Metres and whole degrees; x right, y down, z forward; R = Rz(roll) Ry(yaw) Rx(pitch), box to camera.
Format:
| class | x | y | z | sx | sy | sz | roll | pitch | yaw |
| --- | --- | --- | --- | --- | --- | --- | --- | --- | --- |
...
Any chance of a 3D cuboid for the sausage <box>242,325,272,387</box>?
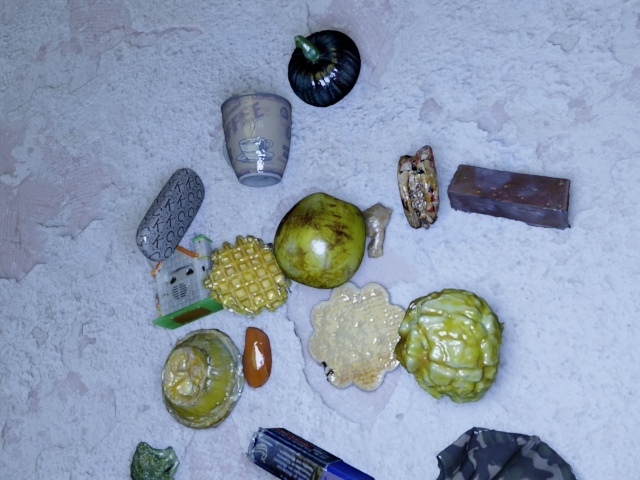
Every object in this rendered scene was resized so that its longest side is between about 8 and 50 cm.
| class | x | y | z | sx | sy | sz | roll | pitch | yaw |
| --- | --- | --- | --- | --- | --- | --- | --- | --- | --- |
| sausage | -0.186 | 0.342 | 1.633 | 0.089 | 0.089 | 0.179 | -8 | 78 | 20 |

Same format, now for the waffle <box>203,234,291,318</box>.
| class | x | y | z | sx | sy | sz | roll | pitch | yaw |
| --- | --- | --- | --- | --- | --- | --- | --- | --- | --- |
| waffle | -0.219 | 0.101 | 1.693 | 0.280 | 0.060 | 0.262 | 16 | 61 | 9 |

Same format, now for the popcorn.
| class | x | y | z | sx | sy | sz | roll | pitch | yaw |
| --- | --- | --- | --- | --- | --- | --- | --- | --- | --- |
| popcorn | 0.326 | 0.248 | 1.368 | 0.247 | 0.282 | 0.282 | 13 | 80 | 27 |

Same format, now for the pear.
| class | x | y | z | sx | sy | sz | roll | pitch | yaw |
| --- | --- | --- | --- | --- | --- | --- | --- | --- | --- |
| pear | 0.000 | 0.000 | 1.553 | 0.283 | 0.283 | 0.284 | -6 | 73 | 20 |

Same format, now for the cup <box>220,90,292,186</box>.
| class | x | y | z | sx | sy | sz | roll | pitch | yaw |
| --- | --- | --- | --- | --- | --- | --- | --- | --- | --- |
| cup | -0.227 | -0.301 | 1.784 | 0.301 | 0.227 | 0.257 | -15 | 71 | 48 |

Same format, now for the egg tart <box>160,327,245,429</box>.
| class | x | y | z | sx | sy | sz | roll | pitch | yaw |
| --- | --- | --- | --- | --- | --- | --- | --- | --- | --- |
| egg tart | -0.373 | 0.413 | 1.666 | 0.314 | 0.120 | 0.315 | -7 | 72 | 23 |

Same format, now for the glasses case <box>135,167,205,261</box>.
| class | x | y | z | sx | sy | sz | roll | pitch | yaw |
| --- | --- | --- | --- | --- | --- | --- | --- | --- | --- |
| glasses case | -0.477 | -0.087 | 1.785 | 0.085 | 0.137 | 0.355 | -2 | 46 | 27 |

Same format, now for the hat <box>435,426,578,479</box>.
| class | x | y | z | sx | sy | sz | roll | pitch | yaw |
| --- | --- | --- | --- | --- | --- | --- | --- | --- | --- |
| hat | 0.386 | 0.640 | 1.306 | 0.366 | 0.257 | 0.382 | 38 | 127 | 11 |

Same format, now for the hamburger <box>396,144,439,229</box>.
| class | x | y | z | sx | sy | sz | roll | pitch | yaw |
| --- | --- | --- | --- | --- | --- | --- | --- | --- | --- |
| hamburger | 0.270 | -0.145 | 1.516 | 0.106 | 0.231 | 0.231 | -10 | 71 | 11 |

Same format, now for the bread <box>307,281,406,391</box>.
| class | x | y | z | sx | sy | sz | roll | pitch | yaw |
| --- | --- | --- | --- | --- | --- | --- | --- | --- | --- |
| bread | 0.103 | 0.264 | 1.557 | 0.315 | 0.054 | 0.316 | -6 | 73 | 21 |

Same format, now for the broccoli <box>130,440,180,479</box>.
| class | x | y | z | sx | sy | sz | roll | pitch | yaw |
| --- | --- | --- | --- | --- | --- | --- | --- | --- | --- |
| broccoli | -0.490 | 0.674 | 1.638 | 0.137 | 0.146 | 0.162 | -28 | 45 | -22 |

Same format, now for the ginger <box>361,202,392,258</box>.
| class | x | y | z | sx | sy | sz | roll | pitch | yaw |
| --- | --- | --- | --- | --- | --- | --- | --- | --- | --- |
| ginger | 0.151 | -0.033 | 1.617 | 0.096 | 0.067 | 0.165 | 11 | 80 | 11 |

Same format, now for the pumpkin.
| class | x | y | z | sx | sy | sz | roll | pitch | yaw |
| --- | --- | --- | --- | --- | --- | --- | --- | --- | --- |
| pumpkin | -0.005 | -0.554 | 1.732 | 0.247 | 0.248 | 0.248 | -6 | 73 | 20 |

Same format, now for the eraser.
| class | x | y | z | sx | sy | sz | roll | pitch | yaw |
| --- | --- | --- | --- | --- | --- | --- | --- | --- | --- |
| eraser | -0.030 | 0.599 | 1.456 | 0.332 | 0.155 | 0.102 | 18 | 81 | 25 |

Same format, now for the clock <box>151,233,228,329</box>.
| class | x | y | z | sx | sy | sz | roll | pitch | yaw |
| --- | --- | --- | --- | --- | --- | --- | --- | --- | --- |
| clock | -0.434 | 0.127 | 1.790 | 0.219 | 0.106 | 0.255 | -22 | 63 | 13 |

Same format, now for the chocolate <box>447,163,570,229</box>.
| class | x | y | z | sx | sy | sz | roll | pitch | yaw |
| --- | --- | --- | --- | --- | --- | --- | --- | --- | --- |
| chocolate | 0.513 | -0.123 | 1.485 | 0.321 | 0.112 | 0.112 | 13 | 70 | 26 |
